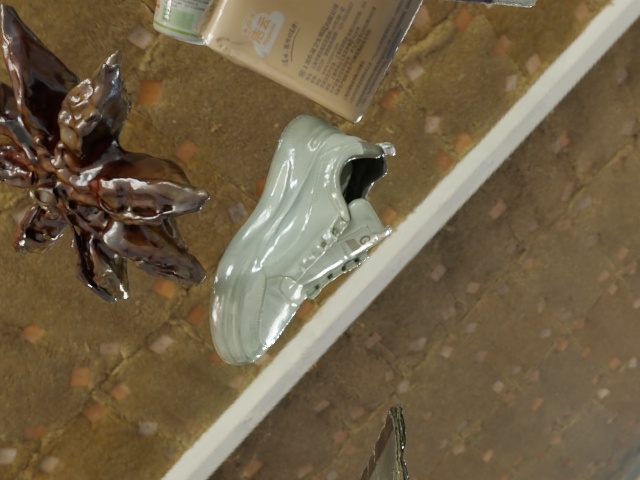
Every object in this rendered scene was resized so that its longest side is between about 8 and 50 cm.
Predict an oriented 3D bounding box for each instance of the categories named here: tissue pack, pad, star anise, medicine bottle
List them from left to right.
[{"bbox_3d":[-0.212,-0.059,0.529,0.088,0.288,0.288,-44,-42,-47],"label":"star anise"},{"bbox_3d":[-0.152,-0.346,0.782,0.086,0.086,0.183,3,-63,-30],"label":"medicine bottle"},{"bbox_3d":[0.003,-0.332,0.754,0.239,0.238,0.305,20,-77,-35],"label":"tissue pack"},{"bbox_3d":[0.072,0.338,0.786,0.022,0.174,0.233,9,-50,-6],"label":"pad"}]

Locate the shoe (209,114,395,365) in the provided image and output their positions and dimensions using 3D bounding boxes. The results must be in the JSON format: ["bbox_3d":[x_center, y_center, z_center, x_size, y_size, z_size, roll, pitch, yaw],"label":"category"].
[{"bbox_3d":[0.000,0.000,0.706,0.124,0.159,0.316,49,-126,-58],"label":"shoe"}]

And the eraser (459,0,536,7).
[{"bbox_3d":[0.214,-0.458,1.004,0.086,0.287,0.130,-58,-31,-23],"label":"eraser"}]
